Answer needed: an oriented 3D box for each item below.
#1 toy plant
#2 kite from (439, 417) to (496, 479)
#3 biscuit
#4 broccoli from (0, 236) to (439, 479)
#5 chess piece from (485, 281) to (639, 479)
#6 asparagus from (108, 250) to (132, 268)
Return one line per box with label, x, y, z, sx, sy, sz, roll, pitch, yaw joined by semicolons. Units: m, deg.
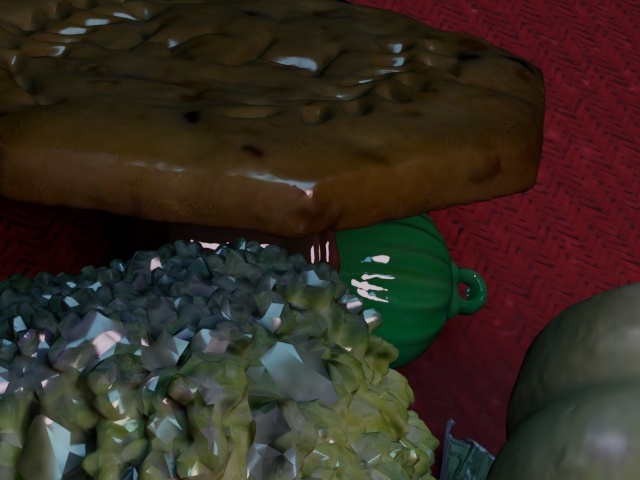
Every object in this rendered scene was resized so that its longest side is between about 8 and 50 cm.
toy plant;0.000;0.000;0.882;0.200;0.105;0.143;6;65;-29
kite;0.134;0.232;0.809;0.268;0.013;0.323;-27;68;-35
biscuit;-0.051;-0.084;0.864;0.359;0.046;0.359;5;21;-2
broccoli;-0.078;0.141;0.641;0.302;0.249;0.375;40;44;17
chess piece;0.134;0.250;0.656;0.234;0.234;0.442;24;55;-1
asparagus;-0.121;0.032;0.860;0.034;0.027;0.236;41;49;8
